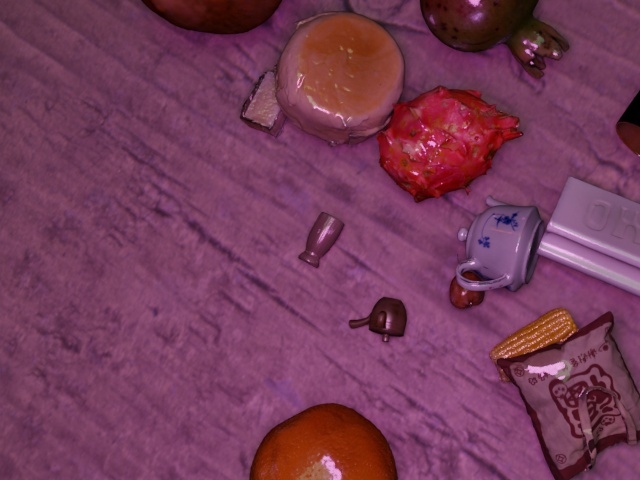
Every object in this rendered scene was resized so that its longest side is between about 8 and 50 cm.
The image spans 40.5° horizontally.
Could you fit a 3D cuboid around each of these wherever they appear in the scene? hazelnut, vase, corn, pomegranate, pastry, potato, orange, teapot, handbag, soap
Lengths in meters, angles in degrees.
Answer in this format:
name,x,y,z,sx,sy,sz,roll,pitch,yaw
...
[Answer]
name,x,y,z,sx,sy,sz,roll,pitch,yaw
hazelnut,-0.207,-0.580,1.689,0.366,0.366,0.366,-2,76,7
vase,0.000,0.000,1.652,0.053,0.053,0.100,29,85,13
corn,0.383,0.189,1.549,0.165,0.063,0.085,-28,104,0
pomegranate,0.343,-0.461,1.647,0.306,0.242,0.242,17,78,-10
pastry,0.035,-0.311,1.659,0.265,0.133,0.265,3,78,-15
potato,-0.096,-0.272,1.727,0.086,0.061,0.122,25,78,12
orange,0.007,0.411,1.451,0.264,0.264,0.264,-2,76,7
teapot,0.315,0.007,1.564,0.159,0.159,0.232,23,51,12
teapot,0.101,0.143,1.593,0.110,0.085,0.080,4,74,28
handbag,0.447,0.265,1.482,0.213,0.127,0.235,-25,90,-3
soap,0.535,0.003,1.531,0.265,0.087,0.160,24,45,13

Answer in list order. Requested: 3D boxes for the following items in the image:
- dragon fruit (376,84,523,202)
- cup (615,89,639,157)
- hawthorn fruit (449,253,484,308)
name,x,y,z,sx,sy,sz,roll,pitch,yaw
dragon fruit,0.234,-0.188,1.591,0.268,0.205,0.210,-16,67,6
cup,0.676,-0.213,1.563,0.239,0.166,0.177,40,88,16
hawthorn fruit,0.262,0.076,1.598,0.067,0.067,0.103,-19,62,2
